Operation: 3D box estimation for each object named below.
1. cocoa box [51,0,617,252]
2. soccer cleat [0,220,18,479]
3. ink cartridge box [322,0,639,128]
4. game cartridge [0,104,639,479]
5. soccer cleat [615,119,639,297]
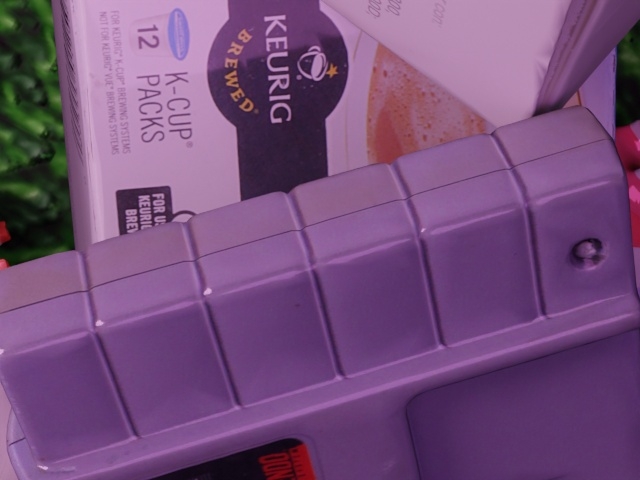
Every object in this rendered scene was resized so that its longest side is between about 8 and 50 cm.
[{"bbox_3d":[0.000,0.000,0.837,0.228,0.231,0.347,-6,110,-10],"label":"cocoa box"},{"bbox_3d":[-0.187,0.051,0.905,0.076,0.068,0.196,-14,113,-4],"label":"soccer cleat"},{"bbox_3d":[0.019,-0.263,0.653,0.385,0.160,0.279,38,70,13],"label":"ink cartridge box"},{"bbox_3d":[0.021,0.126,0.697,0.230,0.068,0.355,-19,131,-6],"label":"game cartridge"},{"bbox_3d":[0.215,0.027,0.987,0.248,0.083,0.095,37,129,-27],"label":"soccer cleat"}]
